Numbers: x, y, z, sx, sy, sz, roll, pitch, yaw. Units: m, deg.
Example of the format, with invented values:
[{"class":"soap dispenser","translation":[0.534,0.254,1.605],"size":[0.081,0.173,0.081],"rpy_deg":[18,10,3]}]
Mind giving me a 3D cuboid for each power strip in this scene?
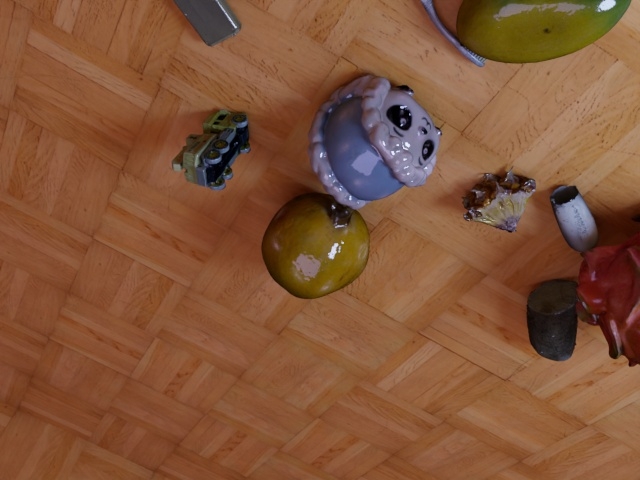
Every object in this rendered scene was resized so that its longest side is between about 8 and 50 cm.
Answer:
[{"class":"power strip","translation":[-0.202,-0.399,1.140],"size":[0.076,0.028,0.169],"rpy_deg":[-16,128,29]}]

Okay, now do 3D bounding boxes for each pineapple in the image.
[{"class":"pineapple","translation":[0.331,-0.065,1.267],"size":[0.137,0.069,0.116],"rpy_deg":[-20,123,30]}]

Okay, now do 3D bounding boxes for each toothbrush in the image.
[{"class":"toothbrush","translation":[0.125,-0.391,1.048],"size":[0.375,0.028,0.037],"rpy_deg":[38,126,-19]}]

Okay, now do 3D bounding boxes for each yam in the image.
[{"class":"yam","translation":[0.474,0.167,1.426],"size":[0.107,0.107,0.183],"rpy_deg":[-1,133,18]}]

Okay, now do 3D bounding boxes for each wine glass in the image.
[{"class":"wine glass","translation":[0.485,0.004,1.289],"size":[0.074,0.074,0.262],"rpy_deg":[-16,126,29]}]

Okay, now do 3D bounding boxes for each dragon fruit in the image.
[{"class":"dragon fruit","translation":[0.584,0.082,1.202],"size":[0.226,0.305,0.305],"rpy_deg":[33,152,45]}]

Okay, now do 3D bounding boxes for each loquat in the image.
[{"class":"loquat","translation":[0.000,0.000,1.339],"size":[0.213,0.213,0.246],"rpy_deg":[28,139,-10]}]

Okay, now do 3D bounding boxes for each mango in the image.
[{"class":"mango","translation":[0.318,-0.321,1.014],"size":[0.237,0.091,0.137],"rpy_deg":[6,140,11]}]

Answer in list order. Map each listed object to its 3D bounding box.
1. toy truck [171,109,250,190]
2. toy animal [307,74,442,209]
[{"class":"toy truck","translation":[-0.198,-0.167,1.265],"size":[0.100,0.169,0.077],"rpy_deg":[13,137,14]},{"class":"toy animal","translation":[0.094,-0.155,1.195],"size":[0.204,0.156,0.208],"rpy_deg":[-17,129,34]}]
